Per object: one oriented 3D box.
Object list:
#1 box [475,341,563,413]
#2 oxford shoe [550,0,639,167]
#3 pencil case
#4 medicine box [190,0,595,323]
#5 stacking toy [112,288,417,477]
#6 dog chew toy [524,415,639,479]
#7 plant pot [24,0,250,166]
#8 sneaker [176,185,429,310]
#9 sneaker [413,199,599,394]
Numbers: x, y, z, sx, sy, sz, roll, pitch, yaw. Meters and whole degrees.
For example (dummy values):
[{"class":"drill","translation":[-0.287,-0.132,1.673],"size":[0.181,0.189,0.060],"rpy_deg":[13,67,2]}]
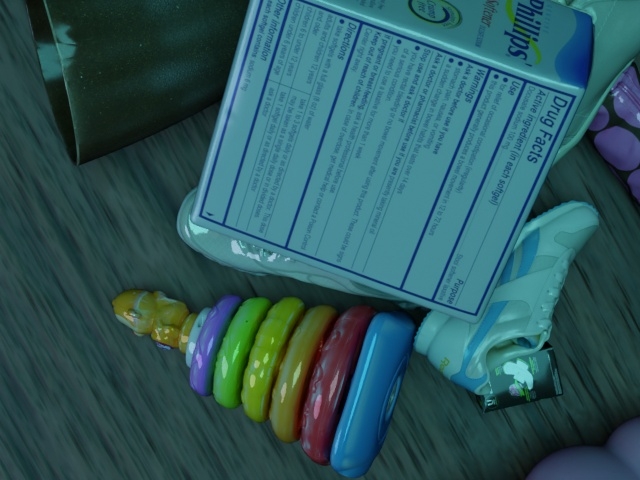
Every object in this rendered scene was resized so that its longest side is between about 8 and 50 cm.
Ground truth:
[{"class":"box","translation":[0.196,0.137,1.487],"size":[0.083,0.062,0.052],"rpy_deg":[-12,94,0]},{"class":"oxford shoe","translation":[0.224,-0.196,1.383],"size":[0.449,0.130,0.169],"rpy_deg":[-43,68,23]},{"class":"pencil case","translation":[0.336,-0.081,1.458],"size":[0.095,0.098,0.209],"rpy_deg":[-40,92,2]},{"class":"medicine box","translation":[0.061,-0.106,1.308],"size":[0.289,0.149,0.263],"rpy_deg":[19,126,0]},{"class":"stacking toy","translation":[-0.070,0.111,1.456],"size":[0.302,0.175,0.165],"rpy_deg":[17,92,11]},{"class":"dog chew toy","translation":[0.258,0.296,1.434],"size":[0.332,0.206,0.206],"rpy_deg":[-39,92,-5]},{"class":"plant pot","translation":[-0.151,-0.202,1.415],"size":[0.231,0.215,0.215],"rpy_deg":[-14,93,-14]},{"class":"sneaker","translation":[0.000,0.000,1.455],"size":[0.292,0.118,0.110],"rpy_deg":[12,95,1]},{"class":"sneaker","translation":[0.200,0.055,1.448],"size":[0.229,0.087,0.092],"rpy_deg":[-43,68,-10]}]
